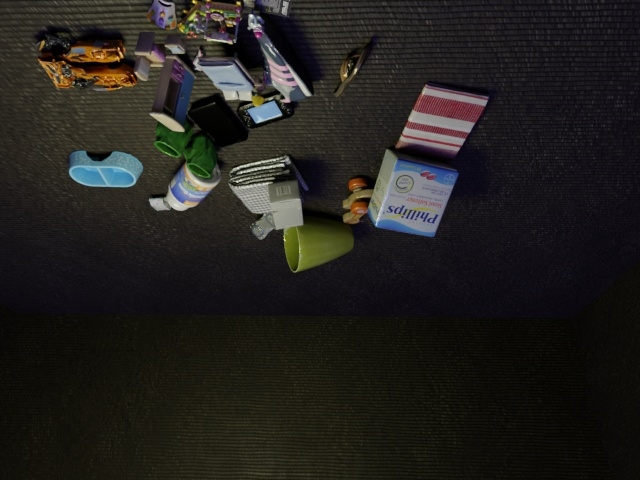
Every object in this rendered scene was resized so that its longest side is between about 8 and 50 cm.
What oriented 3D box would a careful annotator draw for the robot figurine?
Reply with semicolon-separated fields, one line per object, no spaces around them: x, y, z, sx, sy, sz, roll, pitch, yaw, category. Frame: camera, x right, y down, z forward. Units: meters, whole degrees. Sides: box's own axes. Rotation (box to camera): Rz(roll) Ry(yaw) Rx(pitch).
-0.746;-0.554;1.549;0.291;0.085;0.211;-1;149;5;robot figurine

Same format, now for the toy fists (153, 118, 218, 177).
-0.496;-0.357;1.831;0.096;0.142;0.279;-1;154;39;toy fists

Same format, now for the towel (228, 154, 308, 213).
-0.215;-0.223;2.067;0.284;0.121;0.235;-8;149;16;towel

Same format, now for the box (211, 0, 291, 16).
-0.171;-0.732;1.223;0.242;0.076;0.307;7;149;-9;box

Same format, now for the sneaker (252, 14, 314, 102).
-0.143;-0.542;1.518;0.131;0.112;0.319;-16;145;22;sneaker

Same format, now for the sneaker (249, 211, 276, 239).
-0.212;-0.108;2.266;0.297;0.129;0.111;-21;109;47;sneaker

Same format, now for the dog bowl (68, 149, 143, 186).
-0.892;-0.291;2.027;0.297;0.074;0.166;1;150;0;dog bowl

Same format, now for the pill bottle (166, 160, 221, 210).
-0.537;-0.231;2.036;0.152;0.152;0.272;21;144;-30;pill bottle

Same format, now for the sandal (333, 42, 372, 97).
0.090;-0.543;1.557;0.060;0.090;0.219;34;149;-10;sandal

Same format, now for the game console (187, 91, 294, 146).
-0.274;-0.450;1.751;0.361;0.044;0.213;-12;148;21;game console

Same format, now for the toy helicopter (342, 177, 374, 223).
0.204;-0.150;2.207;0.235;0.140;0.355;1;162;-17;toy helicopter

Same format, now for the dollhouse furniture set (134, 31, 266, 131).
-0.351;-0.454;1.467;0.303;0.198;0.286;7;173;15;dollhouse furniture set

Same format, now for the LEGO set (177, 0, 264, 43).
-0.304;-0.587;1.356;0.287;0.107;0.132;7;179;22;LEGO set

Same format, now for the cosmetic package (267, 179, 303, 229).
-0.139;-0.143;1.994;0.127;0.107;0.238;-10;154;-1;cosmetic package

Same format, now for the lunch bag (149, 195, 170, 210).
-0.732;-0.175;2.243;0.071;0.053;0.083;-4;159;13;lunch bag

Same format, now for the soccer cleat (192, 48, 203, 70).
-0.388;-0.574;1.557;0.036;0.029;0.083;2;155;-10;soccer cleat

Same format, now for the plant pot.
0.000;0.000;2.344;0.294;0.274;0.275;-6;153;-19;plant pot

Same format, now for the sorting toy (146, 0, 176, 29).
-0.454;-0.658;1.412;0.083;0.045;0.075;13;129;-19;sorting toy

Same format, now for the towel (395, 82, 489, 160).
0.432;-0.424;1.775;0.237;0.037;0.329;8;148;-7;towel

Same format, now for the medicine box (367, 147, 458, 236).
0.360;-0.188;1.948;0.263;0.149;0.289;9;114;-13;medicine box
